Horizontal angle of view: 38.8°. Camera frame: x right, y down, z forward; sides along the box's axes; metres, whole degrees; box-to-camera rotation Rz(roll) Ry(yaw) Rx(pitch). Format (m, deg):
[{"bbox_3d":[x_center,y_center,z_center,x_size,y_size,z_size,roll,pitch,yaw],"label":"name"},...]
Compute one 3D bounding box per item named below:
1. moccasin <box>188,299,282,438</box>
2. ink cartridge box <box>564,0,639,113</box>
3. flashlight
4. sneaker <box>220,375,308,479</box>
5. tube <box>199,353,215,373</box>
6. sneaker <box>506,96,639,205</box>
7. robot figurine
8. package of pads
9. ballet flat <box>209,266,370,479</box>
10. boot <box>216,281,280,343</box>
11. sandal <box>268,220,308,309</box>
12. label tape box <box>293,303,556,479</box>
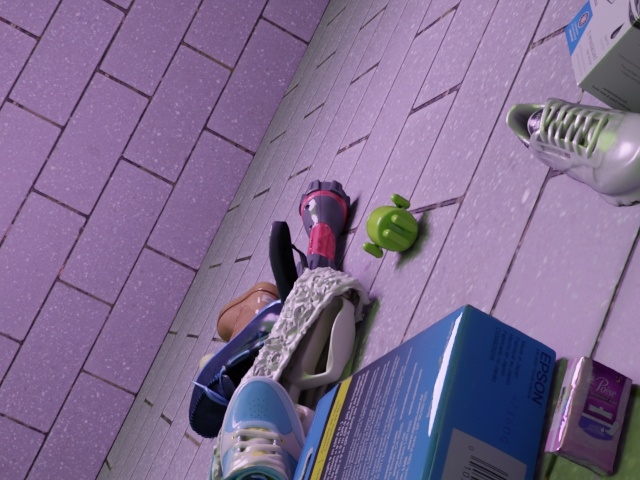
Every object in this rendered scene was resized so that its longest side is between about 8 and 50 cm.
[{"bbox_3d":[-0.150,0.253,1.686,0.342,0.137,0.117,-57,19,25],"label":"moccasin"},{"bbox_3d":[0.343,-0.239,0.918,0.191,0.082,0.140,-54,15,35],"label":"ink cartridge box"},{"bbox_3d":[0.000,0.000,1.692,0.103,0.103,0.304,-50,16,29],"label":"flashlight"},{"bbox_3d":[-0.075,0.292,1.155,0.208,0.127,0.319,93,175,-57],"label":"sneaker"},{"bbox_3d":[-0.238,0.332,2.031,0.240,0.062,0.070,-113,11,-67],"label":"tube"},{"bbox_3d":[0.265,-0.099,0.910,0.090,0.095,0.235,-61,15,1],"label":"sneaker"},{"bbox_3d":[0.108,-0.019,1.391,0.101,0.067,0.115,-63,13,1],"label":"robot figurine"},{"bbox_3d":[0.214,0.139,0.723,0.083,0.050,0.032,-68,9,-22],"label":"package of pads"},{"bbox_3d":[-0.038,0.217,1.367,0.409,0.147,0.147,-67,14,-20],"label":"ballet flat"},{"bbox_3d":[-0.183,0.240,1.937,0.236,0.089,0.269,-49,20,45],"label":"boot"},{"bbox_3d":[-0.034,0.089,1.513,0.097,0.054,0.254,-26,-76,-78],"label":"sandal"},{"bbox_3d":[0.074,0.245,0.918,0.348,0.115,0.249,-47,19,56],"label":"label tape box"}]
